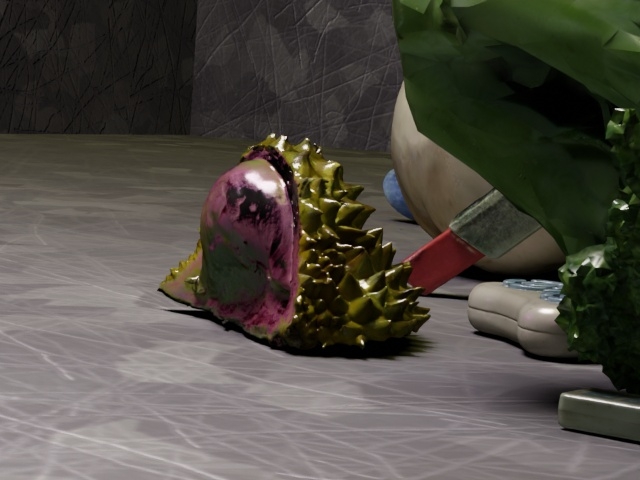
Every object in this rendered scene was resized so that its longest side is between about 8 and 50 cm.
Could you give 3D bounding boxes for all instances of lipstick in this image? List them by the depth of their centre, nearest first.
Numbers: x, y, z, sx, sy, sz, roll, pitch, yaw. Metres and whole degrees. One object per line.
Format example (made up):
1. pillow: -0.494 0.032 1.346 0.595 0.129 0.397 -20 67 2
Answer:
1. lipstick: 0.181 -0.059 1.212 0.312 0.051 0.051 -37 -9 17

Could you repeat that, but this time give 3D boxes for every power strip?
1. power strip: 0.137 0.075 0.777 0.083 0.017 0.027 6 7 38

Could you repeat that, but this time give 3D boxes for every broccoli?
1. broccoli: 0.190 -0.106 0.865 0.310 0.413 0.321 -29 56 -9

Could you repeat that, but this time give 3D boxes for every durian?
1. durian: -0.001 -0.003 1.032 0.119 0.108 0.187 1 6 -27

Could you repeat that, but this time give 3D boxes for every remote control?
1. remote control: 0.131 0.043 1.041 0.074 0.032 0.122 2 5 -17

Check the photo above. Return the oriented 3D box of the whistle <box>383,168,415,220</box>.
1. whistle: 0.163 -0.034 1.764 0.062 0.062 0.304 0 6 -32

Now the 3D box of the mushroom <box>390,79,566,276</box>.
1. mushroom: 0.226 -0.119 1.428 0.356 0.315 0.315 -10 8 -11
